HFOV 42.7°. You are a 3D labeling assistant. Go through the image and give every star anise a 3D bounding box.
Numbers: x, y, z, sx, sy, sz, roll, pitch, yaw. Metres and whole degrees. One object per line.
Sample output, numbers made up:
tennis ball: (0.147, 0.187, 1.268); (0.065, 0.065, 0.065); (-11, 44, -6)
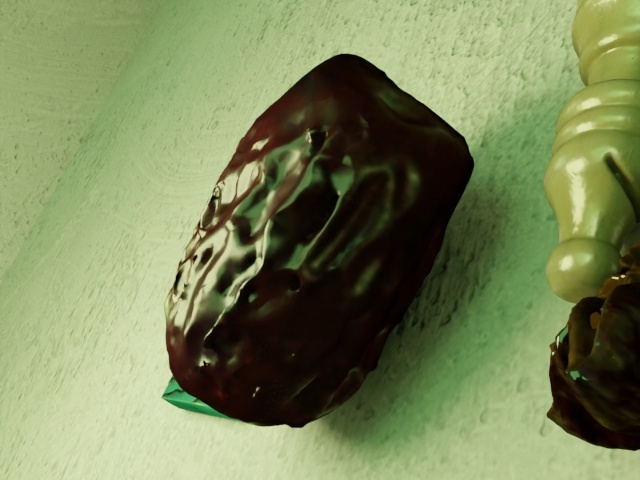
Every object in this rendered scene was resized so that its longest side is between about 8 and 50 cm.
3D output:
star anise: (0.231, 0.040, 0.502); (0.126, 0.190, 0.220); (38, 89, 22)

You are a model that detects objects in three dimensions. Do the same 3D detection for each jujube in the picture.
jujube: (0.000, 0.000, 0.811); (0.258, 0.258, 0.376); (14, 81, 61)

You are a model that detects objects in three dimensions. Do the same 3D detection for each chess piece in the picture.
chess piece: (0.243, -0.088, 0.683); (0.139, 0.124, 0.307); (-4, 58, 49)

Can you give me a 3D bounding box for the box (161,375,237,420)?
box: (-0.102, 0.112, 1.036); (0.161, 0.042, 0.226); (-9, 50, 54)
